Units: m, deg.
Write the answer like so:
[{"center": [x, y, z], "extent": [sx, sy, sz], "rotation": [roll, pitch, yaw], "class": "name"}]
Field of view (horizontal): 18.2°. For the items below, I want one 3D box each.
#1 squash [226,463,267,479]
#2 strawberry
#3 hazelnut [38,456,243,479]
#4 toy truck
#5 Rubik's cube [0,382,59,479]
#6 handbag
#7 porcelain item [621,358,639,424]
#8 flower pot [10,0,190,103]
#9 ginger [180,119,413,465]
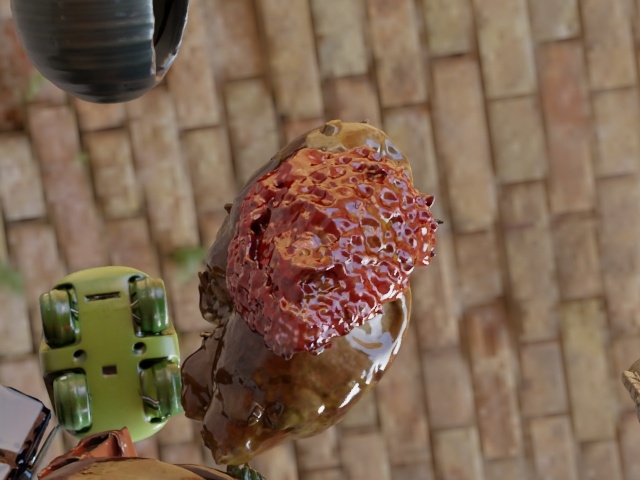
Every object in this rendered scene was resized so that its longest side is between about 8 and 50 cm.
[{"center": [-0.027, 0.365, 1.873], "extent": [0.094, 0.094, 0.341], "rotation": [59, 7, -79], "class": "squash"}, {"center": [-0.015, 0.003, 1.520], "extent": [0.228, 0.174, 0.098], "rotation": [-48, 129, -51], "class": "strawberry"}, {"center": [-0.119, 0.238, 1.223], "extent": [0.251, 0.217, 0.217], "rotation": [2, 80, -61], "class": "hazelnut"}, {"center": [-0.230, 0.117, 2.165], "extent": [0.210, 0.148, 0.187], "rotation": [-135, -142, -79], "class": "toy truck"}, {"center": [-0.466, 0.289, 2.036], "extent": [0.288, 0.293, 0.283], "rotation": [-70, -177, -52], "class": "Rubik's cube"}, {"center": [-0.211, 0.294, 2.010], "extent": [0.127, 0.063, 0.190], "rotation": [-32, 105, -65], "class": "handbag"}, {"center": [0.258, 0.123, 1.397], "extent": [0.213, 0.084, 0.054], "rotation": [-57, 149, -80], "class": "porcelain item"}, {"center": [-0.217, -0.256, 1.953], "extent": [0.189, 0.157, 0.243], "rotation": [-37, 131, -68], "class": "flower pot"}, {"center": [-0.036, 0.057, 1.937], "extent": [0.152, 0.274, 0.357], "rotation": [39, 41, -37], "class": "ginger"}]
